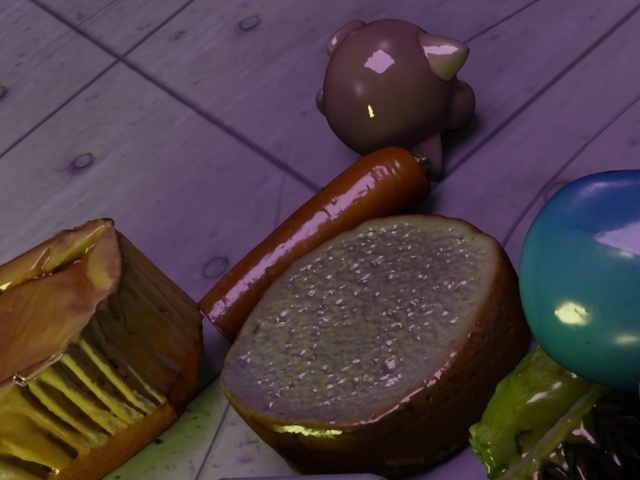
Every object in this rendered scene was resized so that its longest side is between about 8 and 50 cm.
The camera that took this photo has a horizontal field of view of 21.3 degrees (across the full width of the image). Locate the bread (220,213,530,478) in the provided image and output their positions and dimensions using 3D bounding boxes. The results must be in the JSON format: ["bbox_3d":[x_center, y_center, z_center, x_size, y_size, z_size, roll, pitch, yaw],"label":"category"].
[{"bbox_3d":[0.043,0.079,1.281,0.236,0.070,0.236,-19,39,16],"label":"bread"}]

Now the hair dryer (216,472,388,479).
[{"bbox_3d":[-0.051,0.184,1.114,0.131,0.236,0.073,-8,76,27],"label":"hair dryer"}]

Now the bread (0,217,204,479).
[{"bbox_3d":[-0.228,0.119,1.352,0.288,0.156,0.204,-33,33,10],"label":"bread"}]

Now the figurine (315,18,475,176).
[{"bbox_3d":[0.063,-0.128,1.457,0.138,0.125,0.125,21,61,34],"label":"figurine"}]

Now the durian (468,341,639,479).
[{"bbox_3d":[0.170,0.123,1.120,0.375,0.106,0.132,-44,34,-21],"label":"durian"}]

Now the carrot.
[{"bbox_3d":[0.000,0.000,1.398,0.225,0.067,0.067,-40,38,-7],"label":"carrot"}]

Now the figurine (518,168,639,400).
[{"bbox_3d":[0.315,0.080,0.963,0.243,0.298,0.416,-47,65,5],"label":"figurine"}]
